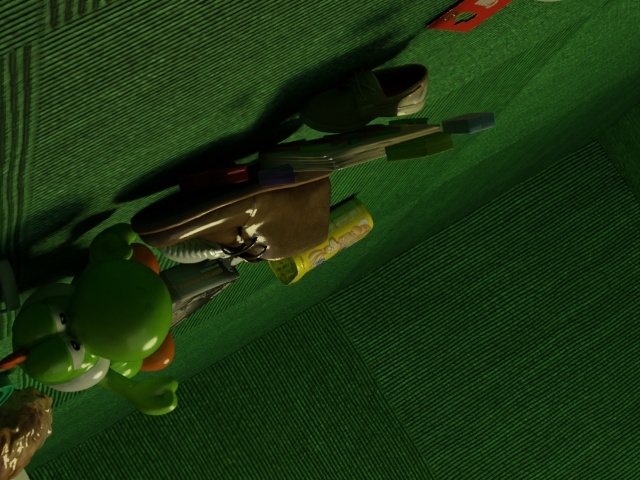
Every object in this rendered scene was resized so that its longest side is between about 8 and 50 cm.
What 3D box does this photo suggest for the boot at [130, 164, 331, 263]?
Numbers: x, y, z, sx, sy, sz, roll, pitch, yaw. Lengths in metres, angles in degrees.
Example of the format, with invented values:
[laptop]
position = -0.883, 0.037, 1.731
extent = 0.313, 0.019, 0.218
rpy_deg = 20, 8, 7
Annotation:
[boot]
position = -0.088, -0.019, 1.690
extent = 0.112, 0.115, 0.305
rpy_deg = 4, -166, 41

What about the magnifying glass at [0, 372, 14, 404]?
[magnifying glass]
position = -0.419, 0.218, 1.569
extent = 0.231, 0.026, 0.092
rpy_deg = -42, 171, 12

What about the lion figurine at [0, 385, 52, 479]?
[lion figurine]
position = -0.570, 0.326, 2.109
extent = 0.240, 0.142, 0.392
rpy_deg = -44, 164, 30

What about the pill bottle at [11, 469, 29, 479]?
[pill bottle]
position = -0.675, 0.488, 2.392
extent = 0.407, 0.229, 0.229
rpy_deg = -34, 173, 13

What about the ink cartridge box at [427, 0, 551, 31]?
[ink cartridge box]
position = 0.254, -0.293, 1.702
extent = 0.232, 0.066, 0.189
rpy_deg = -39, 172, 20

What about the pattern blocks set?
[pattern blocks set]
position = 0.030, -0.107, 1.664
extent = 0.285, 0.026, 0.325
rpy_deg = -1, -167, 41

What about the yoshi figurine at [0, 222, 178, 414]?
[yoshi figurine]
position = -0.225, 0.088, 1.654
extent = 0.203, 0.203, 0.362
rpy_deg = -60, 176, 5

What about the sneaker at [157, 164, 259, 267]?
[sneaker]
position = -0.135, -0.005, 1.835
extent = 0.235, 0.094, 0.153
rpy_deg = -40, 172, -45

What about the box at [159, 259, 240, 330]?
[box]
position = -0.259, 0.110, 2.273
extent = 0.231, 0.056, 0.183
rpy_deg = -37, 172, 36

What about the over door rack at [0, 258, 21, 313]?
[over door rack]
position = -0.467, 0.159, 1.474
extent = 0.324, 0.108, 0.239
rpy_deg = -36, 173, 29

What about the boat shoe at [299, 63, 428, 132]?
[boat shoe]
position = 0.052, -0.170, 1.679
extent = 0.170, 0.063, 0.059
rpy_deg = -18, 144, -32

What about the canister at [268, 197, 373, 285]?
[canister]
position = 0.000, 0.000, 2.590
extent = 0.170, 0.073, 0.126
rpy_deg = -31, 174, -21
